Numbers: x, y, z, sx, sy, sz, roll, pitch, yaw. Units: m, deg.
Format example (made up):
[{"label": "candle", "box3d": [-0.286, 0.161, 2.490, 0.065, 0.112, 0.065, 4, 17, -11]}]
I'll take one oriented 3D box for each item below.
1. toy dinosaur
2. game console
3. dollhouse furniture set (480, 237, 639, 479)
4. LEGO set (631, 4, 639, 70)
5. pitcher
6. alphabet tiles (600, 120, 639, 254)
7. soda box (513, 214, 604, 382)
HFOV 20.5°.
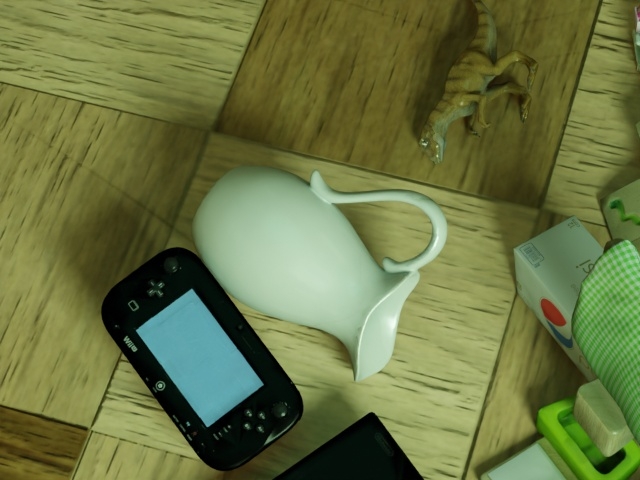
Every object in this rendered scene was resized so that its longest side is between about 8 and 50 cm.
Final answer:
[{"label": "toy dinosaur", "box3d": [0.158, -0.171, 1.736, 0.112, 0.064, 0.211, 17, 62, 14]}, {"label": "game console", "box3d": [-0.070, 0.173, 1.532, 0.213, 0.044, 0.361, -34, 74, -14]}, {"label": "dollhouse furniture set", "box3d": [0.219, 0.170, 1.400, 0.151, 0.301, 0.197, -29, 64, -15]}, {"label": "LEGO set", "box3d": [0.450, -0.202, 1.711, 0.287, 0.107, 0.132, -10, 60, -2]}, {"label": "pitcher", "box3d": [0.000, 0.000, 1.595, 0.207, 0.125, 0.177, 35, 103, 18]}, {"label": "alphabet tiles", "box3d": [0.403, -0.004, 1.568, 0.285, 0.011, 0.342, -29, 57, 25]}, {"label": "soda box", "box3d": [0.257, 0.083, 1.565, 0.069, 0.074, 0.216, -28, 56, -12]}]
